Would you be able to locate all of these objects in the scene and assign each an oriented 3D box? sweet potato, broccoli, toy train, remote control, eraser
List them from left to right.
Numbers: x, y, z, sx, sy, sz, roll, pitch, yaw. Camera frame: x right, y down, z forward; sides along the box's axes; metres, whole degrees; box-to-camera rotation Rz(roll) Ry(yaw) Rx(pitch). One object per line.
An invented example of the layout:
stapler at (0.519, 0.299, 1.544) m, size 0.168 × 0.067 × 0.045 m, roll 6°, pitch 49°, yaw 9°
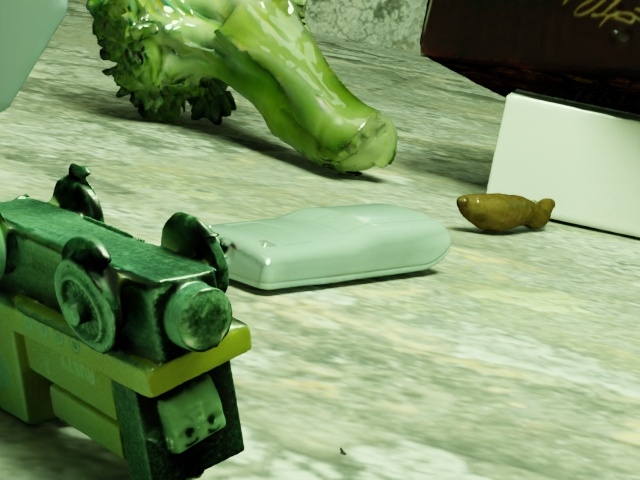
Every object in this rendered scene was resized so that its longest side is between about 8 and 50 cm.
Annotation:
toy train at (-0.068, 0.024, 0.492) m, size 0.050 × 0.081 × 0.122 m, roll -20°, pitch 27°, yaw -35°
broccoli at (-0.028, -0.157, 1.233) m, size 0.275 × 0.198 × 0.177 m, roll 24°, pitch -30°, yaw 27°
remote control at (0.000, 0.000, 0.825) m, size 0.061 × 0.029 × 0.162 m, roll 15°, pitch 12°, yaw 33°
sweet potato at (0.121, -0.017, 1.050) m, size 0.026 × 0.026 × 0.115 m, roll 18°, pitch 9°, yaw 36°
eraser at (0.266, -0.035, 1.131) m, size 0.298 × 0.078 × 0.076 m, roll 12°, pitch 10°, yaw 10°

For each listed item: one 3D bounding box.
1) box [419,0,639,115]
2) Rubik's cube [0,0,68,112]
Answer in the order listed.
box at (0.300, -0.125, 1.253) m, size 0.264 × 0.115 × 0.415 m, roll 12°, pitch -4°, yaw 43°
Rubik's cube at (-0.209, -0.085, 0.481) m, size 0.224 × 0.265 × 0.213 m, roll 17°, pitch 28°, yaw 23°
